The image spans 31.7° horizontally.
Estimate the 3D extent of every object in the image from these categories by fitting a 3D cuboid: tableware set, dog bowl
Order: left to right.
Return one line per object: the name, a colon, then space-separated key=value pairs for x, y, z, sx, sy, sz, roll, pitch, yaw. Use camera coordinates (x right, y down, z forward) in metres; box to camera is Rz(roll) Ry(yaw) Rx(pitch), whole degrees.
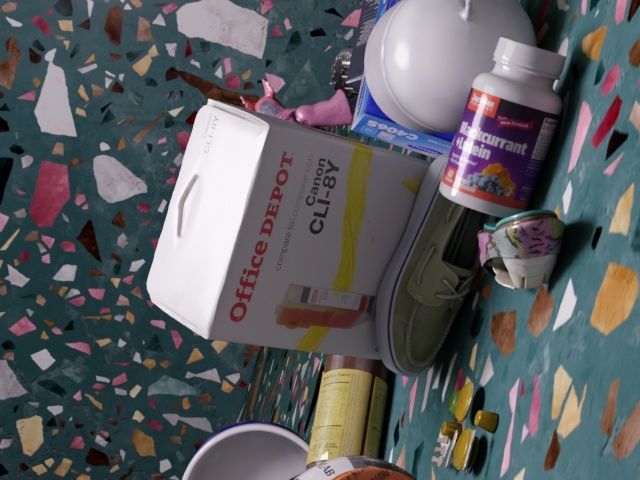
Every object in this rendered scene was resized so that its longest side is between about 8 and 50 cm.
dog bowl: x=-0.112 y=0.447 z=1.953 sx=0.104 sy=0.264 sz=0.265 roll=151 pitch=134 yaw=-85
tableware set: x=0.168 y=0.214 z=1.292 sx=0.154 sy=0.024 sz=0.104 roll=136 pitch=152 yaw=-78

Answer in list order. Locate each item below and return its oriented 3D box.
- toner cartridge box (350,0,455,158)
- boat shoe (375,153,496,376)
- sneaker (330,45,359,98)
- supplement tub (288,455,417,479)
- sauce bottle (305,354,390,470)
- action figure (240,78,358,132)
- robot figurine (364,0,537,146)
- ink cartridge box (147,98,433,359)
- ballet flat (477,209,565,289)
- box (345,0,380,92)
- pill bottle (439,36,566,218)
toner cartridge box: x=0.168 y=-0.319 z=1.824 sx=0.075 sy=0.165 sz=0.348 roll=134 pitch=152 yaw=-68
boat shoe: x=0.152 y=0.036 z=1.451 sx=0.094 sy=0.109 sz=0.302 roll=24 pitch=102 yaw=58
sneaker: x=0.106 y=-0.285 z=2.082 sx=0.271 sy=0.100 sz=0.108 roll=42 pitch=-113 yaw=-53
supplement tub: x=0.024 y=0.366 z=1.324 sx=0.338 sy=0.207 sz=0.207 roll=124 pitch=160 yaw=-68
sauce bottle: x=0.054 y=0.238 z=1.767 sx=0.111 sy=0.111 sz=0.344 roll=117 pitch=168 yaw=-57
action figure: x=-0.003 y=-0.112 z=1.876 sx=0.248 sy=0.370 sz=0.276 roll=-51 pitch=-3 yaw=34
robot figurine: x=0.171 y=-0.242 z=1.514 sx=0.353 sy=0.199 sz=0.300 roll=-142 pitch=27 yaw=-83
ink cartridge box: x=0.000 y=0.000 z=1.497 sx=0.160 sy=0.384 sz=0.279 roll=26 pitch=101 yaw=50
ballet flat: x=0.214 y=0.013 z=1.209 sx=0.221 sy=0.076 sz=0.079 roll=140 pitch=127 yaw=-85
box: x=0.146 y=-0.332 z=1.959 sx=0.108 sy=0.153 sz=0.207 roll=-13 pitch=54 yaw=44
pill bottle: x=0.215 y=-0.131 z=1.303 sx=0.108 sy=0.108 sz=0.194 roll=-105 pitch=31 yaw=-76
